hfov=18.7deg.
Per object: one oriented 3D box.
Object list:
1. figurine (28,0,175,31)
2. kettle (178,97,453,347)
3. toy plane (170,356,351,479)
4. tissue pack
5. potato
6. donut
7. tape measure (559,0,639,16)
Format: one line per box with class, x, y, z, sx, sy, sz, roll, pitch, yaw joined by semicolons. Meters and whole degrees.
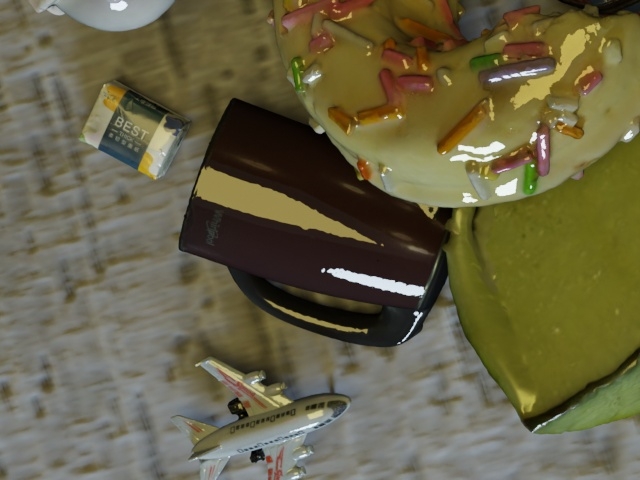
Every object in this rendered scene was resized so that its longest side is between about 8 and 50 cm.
figurine;-0.172;-0.253;1.647;0.162;0.237;0.141;-29;102;17
kettle;0.000;0.000;1.718;0.232;0.144;0.202;21;123;2
toy plane;-0.049;0.172;1.792;0.171;0.065;0.162;-21;96;11
tissue pack;-0.169;-0.100;1.770;0.083;0.042;0.062;29;107;3
potato;0.278;-0.019;1.649;0.330;0.213;0.280;-35;68;20
donut;0.099;-0.199;1.582;0.307;0.150;0.371;-31;64;22
tape measure;0.256;-0.239;1.655;0.118;0.074;0.125;39;110;-5
